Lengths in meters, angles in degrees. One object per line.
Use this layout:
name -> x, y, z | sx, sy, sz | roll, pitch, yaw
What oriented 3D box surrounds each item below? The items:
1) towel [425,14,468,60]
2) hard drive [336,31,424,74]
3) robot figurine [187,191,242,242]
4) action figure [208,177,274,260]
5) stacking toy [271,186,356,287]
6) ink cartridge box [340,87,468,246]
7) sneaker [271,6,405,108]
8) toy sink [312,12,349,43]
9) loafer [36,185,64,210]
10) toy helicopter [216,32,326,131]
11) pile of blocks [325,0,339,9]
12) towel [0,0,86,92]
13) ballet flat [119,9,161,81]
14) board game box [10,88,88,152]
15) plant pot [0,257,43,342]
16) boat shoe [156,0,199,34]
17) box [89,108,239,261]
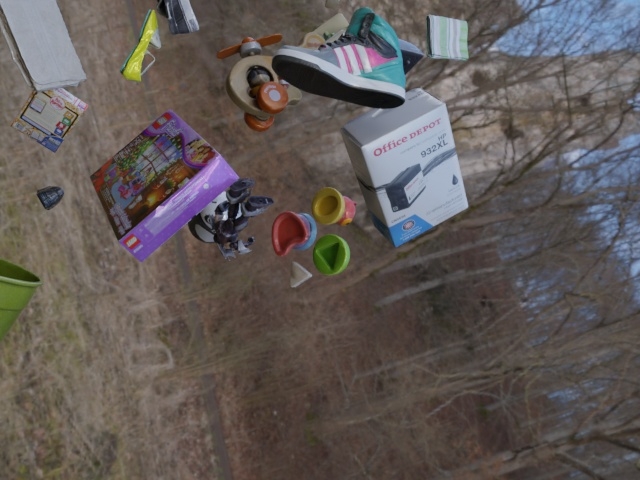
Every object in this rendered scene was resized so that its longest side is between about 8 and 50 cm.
towel -> 0.352, -0.556, 1.560 | 0.023, 0.152, 0.113 | 9, -76, 56
hard drive -> 0.125, -0.466, 1.478 | 0.172, 0.255, 0.054 | -38, -118, 52
robot figurine -> -0.417, -0.086, 2.223 | 0.278, 0.209, 0.173 | -29, -92, 55
action figure -> -0.248, -0.058, 1.665 | 0.185, 0.099, 0.285 | 57, -41, 14
stacking toy -> 0.000, 0.000, 1.895 | 0.309, 0.130, 0.279 | -23, -108, 32
ink cartridge box -> 0.209, -0.173, 1.373 | 0.129, 0.223, 0.307 | 55, -9, 53
sneaker -> 0.048, -0.392, 1.159 | 0.124, 0.296, 0.178 | -15, -112, 63
toy sink -> 0.081, -0.628, 1.883 | 0.234, 0.153, 0.131 | 54, 0, -11
loafer -> -0.714, -0.117, 1.515 | 0.170, 0.061, 0.062 | 20, -44, 61
toy helicopter -> -0.121, -0.485, 1.569 | 0.235, 0.355, 0.140 | 49, -28, -5
pile of blocks -> 0.103, -0.931, 1.836 | 0.149, 0.113, 0.362 | -103, -155, -72
towel -> -0.789, -0.566, 1.600 | 0.187, 0.049, 0.282 | -37, 115, -55
ballet flat -> -0.542, -0.598, 1.765 | 0.231, 0.077, 0.077 | -66, -162, -4
board game box -> -0.826, -0.380, 1.731 | 0.147, 0.193, 0.045 | 35, 30, -27
plant pot -> -0.890, 0.191, 1.290 | 0.366, 0.366, 0.353 | 171, -58, -77
boat shoe -> -0.462, -0.739, 1.766 | 0.108, 0.102, 0.301 | 79, -11, -59
box -> -0.279, -0.108, 0.969 | 0.057, 0.201, 0.293 | 53, -7, -38
